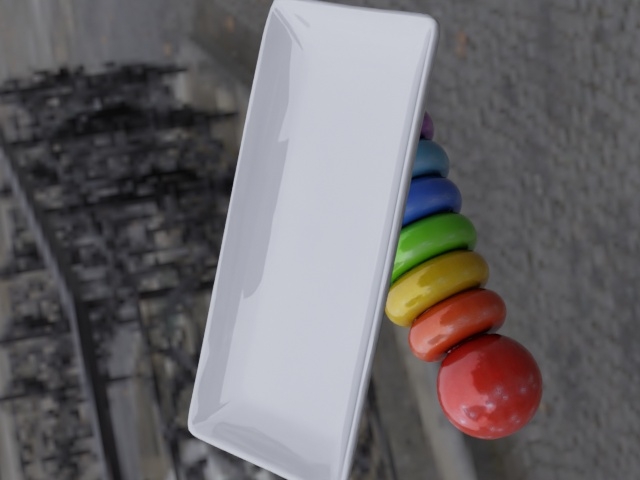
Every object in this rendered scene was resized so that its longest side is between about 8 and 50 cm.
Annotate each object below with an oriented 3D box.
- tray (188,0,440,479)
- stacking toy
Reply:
[{"bbox_3d":[0.000,0.000,0.943,0.145,0.030,0.270,17,97,48],"label":"tray"},{"bbox_3d":[0.086,0.021,1.416,0.330,0.141,0.141,65,161,16],"label":"stacking toy"}]
